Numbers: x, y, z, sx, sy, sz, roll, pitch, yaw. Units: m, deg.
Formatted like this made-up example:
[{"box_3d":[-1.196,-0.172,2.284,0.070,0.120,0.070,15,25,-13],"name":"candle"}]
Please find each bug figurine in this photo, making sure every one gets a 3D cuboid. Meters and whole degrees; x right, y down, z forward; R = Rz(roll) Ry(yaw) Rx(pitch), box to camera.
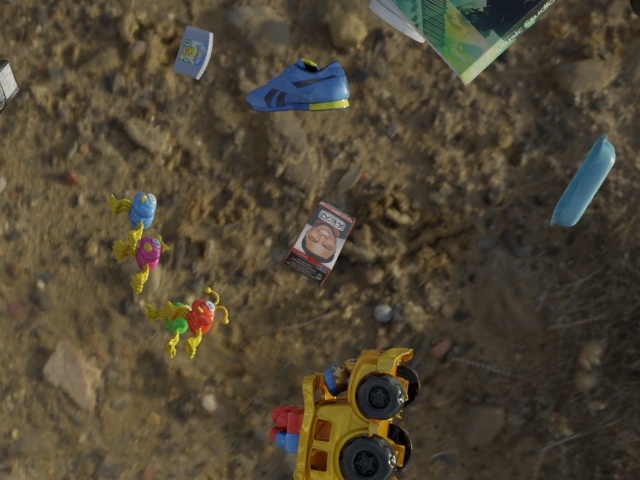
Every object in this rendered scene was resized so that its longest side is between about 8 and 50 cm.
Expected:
[{"box_3d":[-0.242,0.056,1.702,0.072,0.216,0.279,-25,78,-24],"name":"bug figurine"}]

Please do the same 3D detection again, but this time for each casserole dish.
[{"box_3d":[0.462,-0.099,1.904,0.037,0.188,0.114,30,22,2],"name":"casserole dish"}]

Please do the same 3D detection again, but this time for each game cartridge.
[{"box_3d":[-0.215,-0.320,1.866,0.056,0.017,0.083,19,94,16],"name":"game cartridge"}]

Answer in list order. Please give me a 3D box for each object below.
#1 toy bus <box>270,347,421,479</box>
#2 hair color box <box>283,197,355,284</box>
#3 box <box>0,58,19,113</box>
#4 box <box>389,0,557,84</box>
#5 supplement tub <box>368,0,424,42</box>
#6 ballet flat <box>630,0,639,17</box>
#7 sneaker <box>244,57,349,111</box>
[{"box_3d":[0.028,0.254,1.586,0.212,0.149,0.220,9,93,18],"name":"toy bus"},{"box_3d":[0.000,0.000,1.738,0.072,0.043,0.141,30,41,-4],"name":"hair color box"},{"box_3d":[-0.611,-0.190,1.685,0.216,0.060,0.270,-9,28,9],"name":"box"},{"box_3d":[0.260,-0.425,1.633,0.322,0.058,0.232,-43,69,11],"name":"box"},{"box_3d":[0.190,-0.471,1.953,0.144,0.199,0.144,31,18,-11],"name":"supplement tub"},{"box_3d":[0.483,-0.309,1.284,0.095,0.280,0.096,-36,118,-35],"name":"ballet flat"},{"box_3d":[-0.039,-0.241,1.692,0.069,0.209,0.082,-20,107,-43],"name":"sneaker"}]
